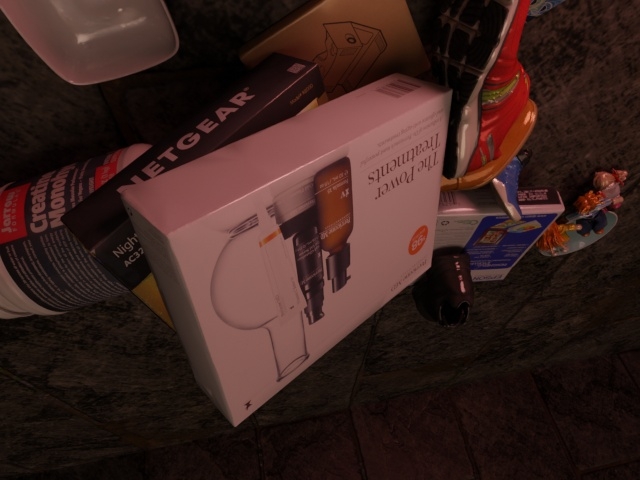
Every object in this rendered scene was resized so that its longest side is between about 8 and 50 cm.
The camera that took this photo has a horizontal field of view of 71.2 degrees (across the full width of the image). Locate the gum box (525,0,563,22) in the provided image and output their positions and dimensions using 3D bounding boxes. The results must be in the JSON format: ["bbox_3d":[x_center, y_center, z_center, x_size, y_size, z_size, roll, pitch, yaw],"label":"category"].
[{"bbox_3d":[0.245,-0.313,0.443,0.156,0.041,0.184,10,167,-33],"label":"gum box"}]

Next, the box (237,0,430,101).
[{"bbox_3d":[0.023,-0.232,0.569,0.201,0.021,0.164,-25,145,18],"label":"box"}]

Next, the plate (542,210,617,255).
[{"bbox_3d":[0.633,-0.021,1.109,0.187,0.024,0.188,-10,148,-6],"label":"plate"}]

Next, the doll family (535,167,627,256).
[{"bbox_3d":[0.540,-0.043,0.953,0.262,0.119,0.163,-29,144,23],"label":"doll family"}]

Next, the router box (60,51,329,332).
[{"bbox_3d":[-0.097,-0.035,0.550,0.309,0.081,0.243,-46,142,-18],"label":"router box"}]

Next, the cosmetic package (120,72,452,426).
[{"bbox_3d":[0.000,0.000,0.538,0.377,0.097,0.285,-33,139,-30],"label":"cosmetic package"}]

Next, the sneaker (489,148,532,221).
[{"bbox_3d":[0.332,-0.113,0.767,0.084,0.152,0.058,-28,-177,13],"label":"sneaker"}]

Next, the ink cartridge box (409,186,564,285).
[{"bbox_3d":[0.290,0.001,0.945,0.303,0.072,0.307,-3,152,-4],"label":"ink cartridge box"}]

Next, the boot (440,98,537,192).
[{"bbox_3d":[0.161,-0.150,0.678,0.211,0.104,0.295,32,115,-32],"label":"boot"}]

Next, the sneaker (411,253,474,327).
[{"bbox_3d":[0.270,0.140,0.988,0.108,0.130,0.286,-8,151,3],"label":"sneaker"}]

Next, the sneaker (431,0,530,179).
[{"bbox_3d":[0.205,-0.202,0.547,0.118,0.107,0.279,-19,143,-11],"label":"sneaker"}]

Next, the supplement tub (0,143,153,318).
[{"bbox_3d":[-0.324,-0.008,0.620,0.271,0.191,0.191,-16,147,3],"label":"supplement tub"}]

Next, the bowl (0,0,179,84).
[{"bbox_3d":[-0.226,-0.236,0.442,0.141,0.053,0.142,-15,146,3],"label":"bowl"}]
